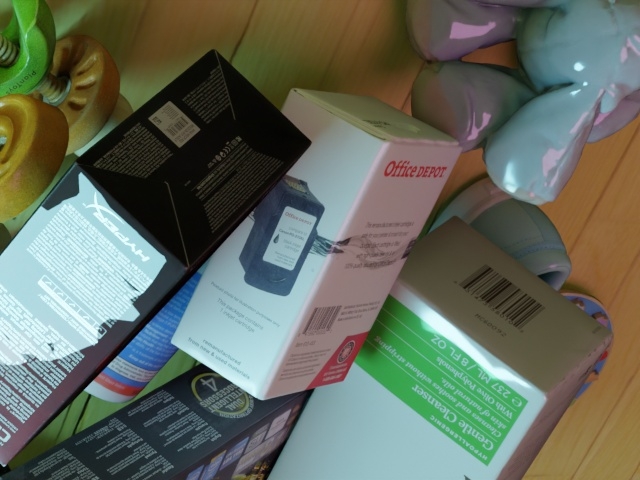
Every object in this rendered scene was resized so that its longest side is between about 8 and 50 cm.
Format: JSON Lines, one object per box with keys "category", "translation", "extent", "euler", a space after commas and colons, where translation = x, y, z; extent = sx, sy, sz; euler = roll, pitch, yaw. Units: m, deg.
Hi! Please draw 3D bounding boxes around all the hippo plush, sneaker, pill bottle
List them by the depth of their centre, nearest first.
{"category": "pill bottle", "translation": [-0.139, 0.022, 1.639], "extent": [0.221, 0.124, 0.124], "euler": [-47, 138, 13]}
{"category": "hippo plush", "translation": [0.225, -0.192, 1.680], "extent": [0.294, 0.234, 0.236], "euler": [-42, 172, 27]}
{"category": "sneaker", "translation": [0.129, 0.121, 1.895], "extent": [0.135, 0.150, 0.366], "euler": [1, 126, -34]}

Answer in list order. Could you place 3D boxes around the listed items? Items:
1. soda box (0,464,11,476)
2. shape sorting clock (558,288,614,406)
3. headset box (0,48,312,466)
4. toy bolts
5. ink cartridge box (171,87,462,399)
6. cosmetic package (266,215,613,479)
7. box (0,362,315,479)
{"category": "soda box", "translation": [-0.348, 0.209, 1.713], "extent": [0.053, 0.060, 0.169], "euler": [-49, 137, 11]}
{"category": "shape sorting clock", "translation": [0.225, 0.136, 2.058], "extent": [0.206, 0.040, 0.206], "euler": [-19, 135, -20]}
{"category": "headset box", "translation": [-0.165, 0.021, 1.434], "extent": [0.293, 0.110, 0.218], "euler": [-45, -178, 35]}
{"category": "toy bolts", "translation": [-0.240, -0.041, 1.460], "extent": [0.228, 0.218, 0.158], "euler": [-35, 133, 15]}
{"category": "ink cartridge box", "translation": [0.000, 0.000, 1.584], "extent": [0.237, 0.100, 0.172], "euler": [-64, 159, 13]}
{"category": "cosmetic package", "translation": [0.092, 0.185, 1.793], "extent": [0.155, 0.197, 0.366], "euler": [-33, 154, -52]}
{"category": "box", "translation": [-0.185, 0.275, 1.727], "extent": [0.395, 0.097, 0.318], "euler": [-27, 148, -55]}
